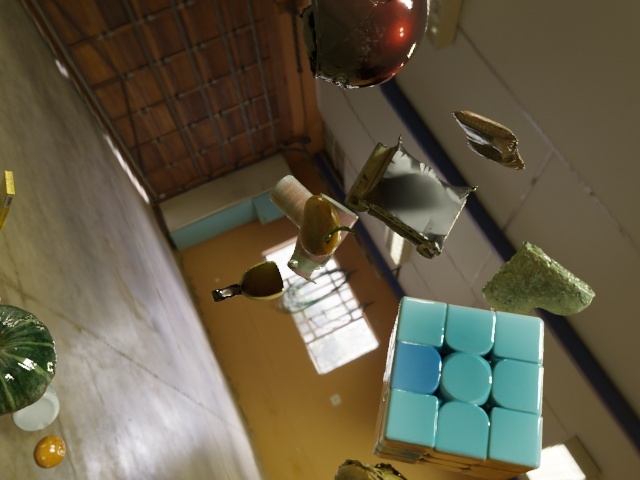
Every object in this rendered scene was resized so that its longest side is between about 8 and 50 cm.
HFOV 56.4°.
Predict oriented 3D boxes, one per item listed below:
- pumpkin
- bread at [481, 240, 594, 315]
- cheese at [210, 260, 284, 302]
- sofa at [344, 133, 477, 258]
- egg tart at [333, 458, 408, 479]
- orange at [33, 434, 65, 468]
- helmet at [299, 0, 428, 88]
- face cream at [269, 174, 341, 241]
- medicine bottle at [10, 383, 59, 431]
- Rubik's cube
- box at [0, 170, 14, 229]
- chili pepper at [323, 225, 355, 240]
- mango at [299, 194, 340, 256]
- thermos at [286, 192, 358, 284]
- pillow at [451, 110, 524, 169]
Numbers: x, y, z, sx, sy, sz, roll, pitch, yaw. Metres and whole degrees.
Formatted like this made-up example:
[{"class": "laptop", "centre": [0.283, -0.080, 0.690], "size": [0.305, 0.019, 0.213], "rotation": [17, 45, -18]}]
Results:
[{"class": "pumpkin", "centre": [-0.571, 0.211, 1.035], "size": [0.211, 0.212, 0.152], "rotation": [62, -25, 19]}, {"class": "bread", "centre": [0.460, 0.086, 1.282], "size": [0.064, 0.232, 0.172], "rotation": [-26, 110, -59]}, {"class": "cheese", "centre": [-0.163, 0.103, 1.330], "size": [0.036, 0.162, 0.086], "rotation": [-17, -90, 66]}, {"class": "sofa", "centre": [0.204, -0.092, 1.406], "size": [0.258, 0.200, 0.182], "rotation": [32, -17, -7]}, {"class": "egg tart", "centre": [0.124, 0.508, 1.130], "size": [0.241, 0.106, 0.241], "rotation": [32, -42, 34]}, {"class": "orange", "centre": [-0.692, 0.541, 1.529], "size": [0.083, 0.070, 0.083], "rotation": [166, -90, -87]}, {"class": "helmet", "centre": [0.060, -0.330, 0.895], "size": [0.193, 0.216, 0.189], "rotation": [33, -4, -3]}, {"class": "face cream", "centre": [-0.035, -0.080, 1.776], "size": [0.252, 0.101, 0.101], "rotation": [43, -15, 17]}, {"class": "medicine bottle", "centre": [-0.787, 0.375, 1.598], "size": [0.352, 0.110, 0.110], "rotation": [26, -38, 54]}, {"class": "Rubik's cube", "centre": [0.278, 0.316, 1.244], "size": [0.291, 0.292, 0.290], "rotation": [85, 16, -64]}, {"class": "box", "centre": [-0.883, -0.110, 1.664], "size": [0.155, 0.023, 0.087], "rotation": [-49, -127, 35]}, {"class": "chili pepper", "centre": [0.042, -0.019, 1.427], "size": [0.017, 0.083, 0.030], "rotation": [21, -51, 67]}, {"class": "mango", "centre": [0.001, -0.033, 1.605], "size": [0.115, 0.090, 0.178], "rotation": [27, -54, 20]}, {"class": "thermos", "centre": [0.000, 0.000, 1.930], "size": [0.146, 0.265, 0.176], "rotation": [38, 12, 38]}, {"class": "pillow", "centre": [0.331, -0.192, 1.158], "size": [0.135, 0.034, 0.211], "rotation": [28, 0, 27]}]
